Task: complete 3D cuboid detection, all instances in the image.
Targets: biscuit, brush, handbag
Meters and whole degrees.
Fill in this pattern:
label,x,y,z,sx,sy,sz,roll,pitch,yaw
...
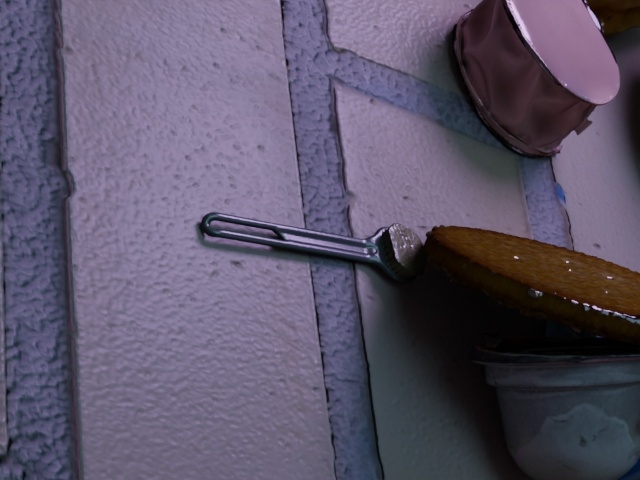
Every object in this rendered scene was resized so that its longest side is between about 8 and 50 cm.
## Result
label,x,y,z,sx,sy,sz,roll,pitch,yaw
biscuit,0.242,0.047,1.633,0.305,0.038,0.305,16,11,-3
brush,0.000,0.000,1.577,0.266,0.027,0.062,9,58,-40
handbag,0.241,-0.207,1.880,0.179,0.116,0.205,-17,76,-48

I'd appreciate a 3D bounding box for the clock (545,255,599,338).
label,x,y,z,sx,sy,sz,roll,pitch,yaw
clock,0.295,0.087,1.789,0.108,0.045,0.147,36,44,-23

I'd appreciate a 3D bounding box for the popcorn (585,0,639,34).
label,x,y,z,sx,sy,sz,roll,pitch,yaw
popcorn,0.375,-0.428,2.050,0.349,0.349,0.382,48,66,-8

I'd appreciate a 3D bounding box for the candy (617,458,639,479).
label,x,y,z,sx,sy,sz,roll,pitch,yaw
candy,0.429,0.287,1.742,0.306,0.100,0.157,1,63,-45

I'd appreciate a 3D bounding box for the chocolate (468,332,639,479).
label,x,y,z,sx,sy,sz,roll,pitch,yaw
chocolate,0.241,0.165,1.615,0.221,0.221,0.147,-2,97,-45
